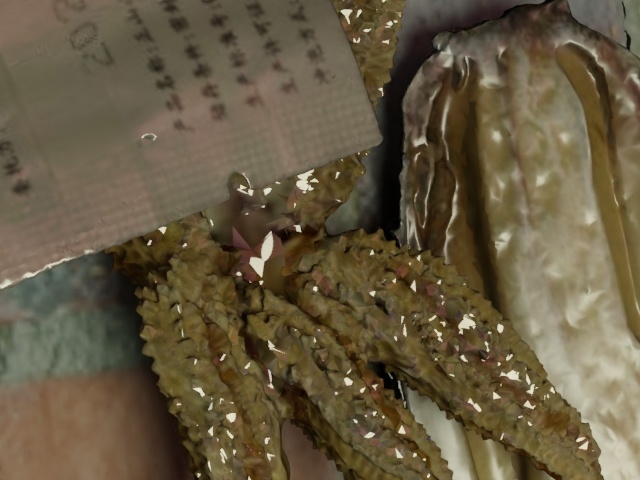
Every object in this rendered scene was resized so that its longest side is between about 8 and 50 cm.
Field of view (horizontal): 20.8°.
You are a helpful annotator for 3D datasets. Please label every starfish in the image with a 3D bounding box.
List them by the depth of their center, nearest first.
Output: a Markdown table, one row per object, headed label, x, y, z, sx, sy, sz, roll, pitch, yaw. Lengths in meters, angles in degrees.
| label | x | y | z | sx | sy | sz | roll | pitch | yaw |
| --- | --- | --- | --- | --- | --- | --- | --- | --- | --- |
| starfish | 0.005 | 0.026 | 0.681 | 0.301 | 0.084 | 0.293 | -24 | 76 | -23 |

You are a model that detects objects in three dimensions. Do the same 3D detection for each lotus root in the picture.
| label | x | y | z | sx | sy | sz | roll | pitch | yaw |
| --- | --- | --- | --- | --- | --- | --- | --- | --- | --- |
| lotus root | 0.106 | 0.060 | 0.766 | 0.167 | 0.078 | 0.329 | -8 | 85 | -7 |

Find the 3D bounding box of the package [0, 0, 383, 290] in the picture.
| label | x | y | z | sx | sy | sz | roll | pitch | yaw |
| --- | --- | --- | --- | --- | --- | --- | --- | --- | --- |
| package | -0.114 | -0.114 | 0.641 | 0.204 | 0.062 | 0.251 | -24 | 74 | -19 |
